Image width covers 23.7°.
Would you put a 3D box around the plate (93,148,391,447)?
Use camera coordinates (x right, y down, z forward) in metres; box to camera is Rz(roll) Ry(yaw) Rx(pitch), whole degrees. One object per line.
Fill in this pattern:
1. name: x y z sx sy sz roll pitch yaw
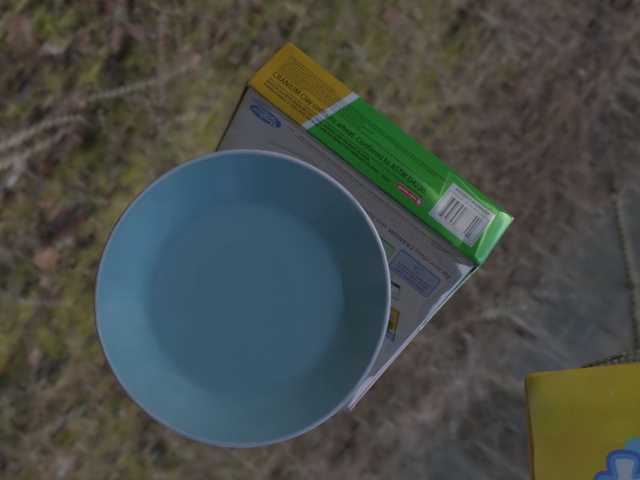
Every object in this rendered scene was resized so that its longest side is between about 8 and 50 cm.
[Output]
1. plate: -0.049 0.036 0.961 0.188 0.188 0.024 -53 170 -5

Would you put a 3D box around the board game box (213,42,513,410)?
1. board game box: 0.000 0.000 1.364 0.064 0.242 0.316 -50 177 -34

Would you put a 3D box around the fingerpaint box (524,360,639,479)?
1. fingerpaint box: 0.361 0.148 0.998 0.371 0.445 0.163 37 48 -79

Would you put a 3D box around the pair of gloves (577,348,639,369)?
1. pair of gloves: 0.344 0.186 1.297 0.042 0.240 0.204 -48 128 -67
